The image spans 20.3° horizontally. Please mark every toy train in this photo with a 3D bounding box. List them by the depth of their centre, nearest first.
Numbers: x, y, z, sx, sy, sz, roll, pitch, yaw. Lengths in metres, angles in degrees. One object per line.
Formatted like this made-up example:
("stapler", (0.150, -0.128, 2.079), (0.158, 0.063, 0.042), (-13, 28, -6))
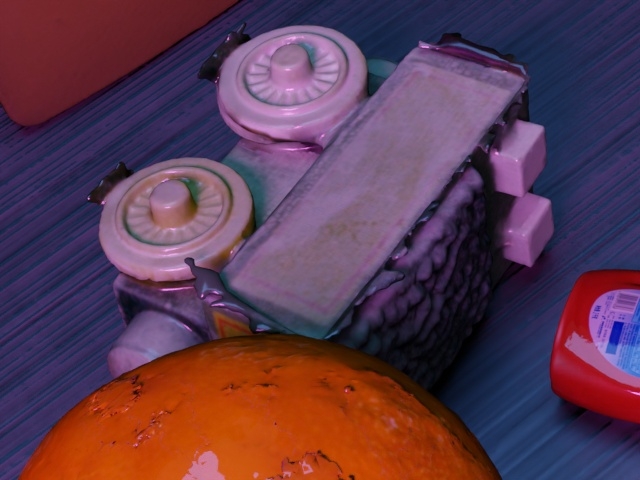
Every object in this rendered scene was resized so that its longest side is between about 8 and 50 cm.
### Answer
("toy train", (0.000, 0.000, 0.992), (0.188, 0.159, 0.271), (21, 53, 26))

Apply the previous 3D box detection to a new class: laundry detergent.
("laundry detergent", (0.211, 0.062, 0.952), (0.165, 0.049, 0.097), (10, 51, 20))

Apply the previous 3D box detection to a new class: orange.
("orange", (-0.027, 0.163, 0.803), (0.246, 0.246, 0.246), (-8, 50, 10))

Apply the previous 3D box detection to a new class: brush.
("brush", (-0.150, -0.175, 1.198), (0.197, 0.123, 0.059), (-33, 47, -13))
